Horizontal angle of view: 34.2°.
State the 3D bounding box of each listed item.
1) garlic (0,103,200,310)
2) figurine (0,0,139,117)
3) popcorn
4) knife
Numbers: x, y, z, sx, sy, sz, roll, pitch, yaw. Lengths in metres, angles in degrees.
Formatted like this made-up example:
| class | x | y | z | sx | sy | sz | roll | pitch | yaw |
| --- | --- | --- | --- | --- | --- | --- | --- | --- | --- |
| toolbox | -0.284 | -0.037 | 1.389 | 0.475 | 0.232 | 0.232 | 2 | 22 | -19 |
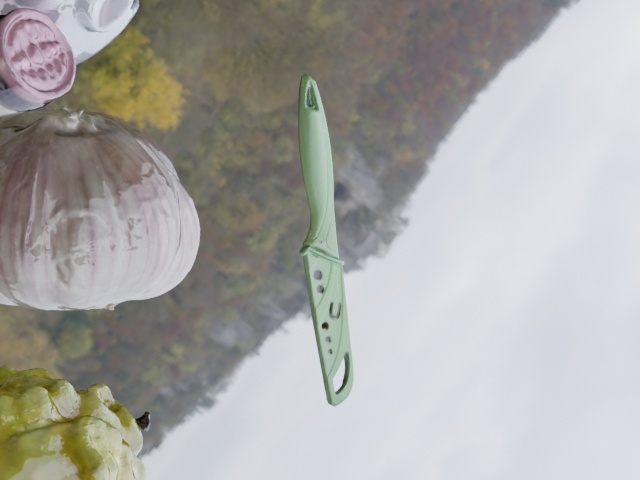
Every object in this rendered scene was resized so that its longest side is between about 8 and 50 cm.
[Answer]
| class | x | y | z | sx | sy | sz | roll | pitch | yaw |
| --- | --- | --- | --- | --- | --- | --- | --- | --- | --- |
| garlic | -0.311 | -0.046 | 1.295 | 0.317 | 0.317 | 0.259 | -59 | 152 | -56 |
| figurine | -0.286 | -0.217 | 0.829 | 0.211 | 0.253 | 0.361 | -39 | -161 | 39 |
| popcorn | -0.200 | 0.168 | 0.607 | 0.169 | 0.218 | 0.189 | 5 | 93 | -50 |
| knife | 0.000 | 0.000 | 0.645 | 0.030 | 0.207 | 0.014 | -8 | -178 | -36 |
